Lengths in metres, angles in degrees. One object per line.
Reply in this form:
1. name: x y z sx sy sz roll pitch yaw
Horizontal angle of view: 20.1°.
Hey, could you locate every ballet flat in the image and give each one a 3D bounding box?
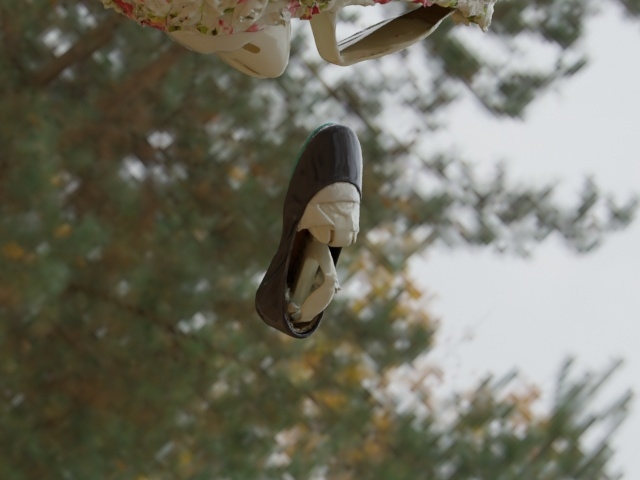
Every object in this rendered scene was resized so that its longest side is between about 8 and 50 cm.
1. ballet flat: 0.000 0.000 1.516 0.074 0.074 0.203 36 -56 26
2. ballet flat: -0.004 -0.111 0.793 0.091 0.241 0.077 33 -53 50
